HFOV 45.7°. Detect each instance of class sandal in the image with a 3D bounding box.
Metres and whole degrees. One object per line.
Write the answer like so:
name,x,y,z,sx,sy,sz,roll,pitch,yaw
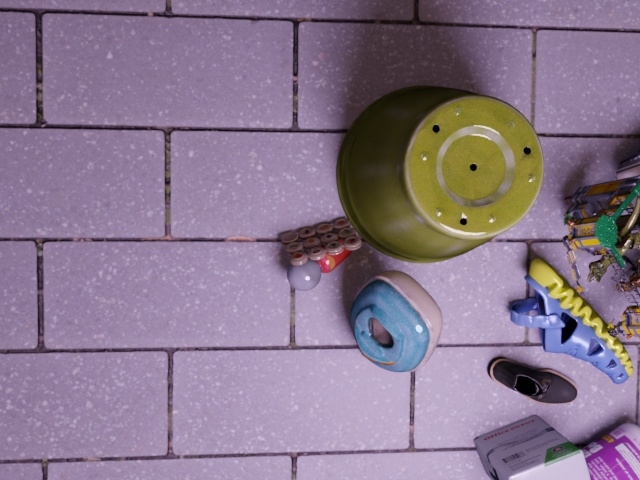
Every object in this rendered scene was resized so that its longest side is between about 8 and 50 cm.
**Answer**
sandal,0.511,0.184,1.568,0.317,0.126,0.138,45,103,-3

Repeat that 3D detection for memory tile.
memory tile,0.000,0.000,1.502,0.148,0.113,0.012,-16,123,-6

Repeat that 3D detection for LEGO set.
LEGO set,0.576,0.035,1.513,0.331,0.192,0.255,47,63,-18

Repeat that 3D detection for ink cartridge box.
ink cartridge box,0.419,0.443,1.518,0.153,0.208,0.087,-20,98,-4

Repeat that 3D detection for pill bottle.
pill bottle,0.558,0.517,1.555,0.301,0.169,0.169,-30,96,-5

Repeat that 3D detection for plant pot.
plant pot,0.234,-0.125,1.396,0.366,0.353,0.366,0,93,-7

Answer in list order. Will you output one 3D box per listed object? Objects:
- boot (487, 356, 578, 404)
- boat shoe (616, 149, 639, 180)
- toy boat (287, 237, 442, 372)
boot,0.453,0.305,1.549,0.198,0.137,0.077,14,91,-7
boat shoe,0.733,-0.247,1.571,0.340,0.127,0.158,-26,89,-12
toy boat,0.082,0.130,1.470,0.148,0.267,0.318,-35,69,-27
